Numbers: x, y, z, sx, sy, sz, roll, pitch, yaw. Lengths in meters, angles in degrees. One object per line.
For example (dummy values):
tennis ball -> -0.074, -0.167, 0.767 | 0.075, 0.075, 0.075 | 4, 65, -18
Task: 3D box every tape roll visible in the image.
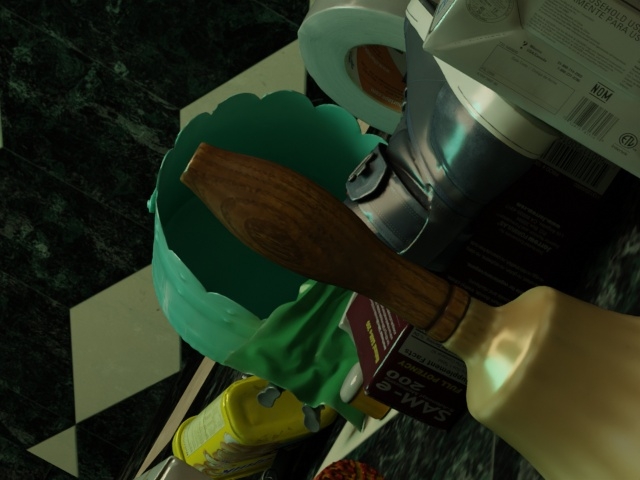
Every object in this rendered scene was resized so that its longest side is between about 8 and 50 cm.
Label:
tape roll -> 0.090, -0.182, 1.276 | 0.072, 0.219, 0.219 | -63, 7, -23

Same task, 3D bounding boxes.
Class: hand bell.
hand bell -> 0.047, 0.028, 0.569 | 0.126, 0.242, 0.126 | -58, 7, 12

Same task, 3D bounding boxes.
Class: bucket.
bucket -> -0.049, -0.002, 1.386 | 0.281, 0.281, 0.183 | -64, 2, -29

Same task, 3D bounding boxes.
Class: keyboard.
keyboard -> -0.058, 0.289, 1.219 | 0.100, 0.038, 0.192 | 88, -157, -55

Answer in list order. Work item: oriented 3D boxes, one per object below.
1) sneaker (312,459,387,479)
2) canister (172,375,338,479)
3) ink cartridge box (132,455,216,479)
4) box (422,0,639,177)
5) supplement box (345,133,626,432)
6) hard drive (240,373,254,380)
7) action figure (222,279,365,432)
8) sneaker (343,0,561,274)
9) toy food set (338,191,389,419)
sneaker -> 0.009, 0.210, 0.874 | 0.175, 0.064, 0.067 | -66, -2, -60
canister -> -0.066, 0.186, 1.310 | 0.170, 0.126, 0.073 | -46, 59, 58
ink cartridge box -> -0.090, 0.253, 1.019 | 0.093, 0.154, 0.212 | -61, 5, -20
box -> 0.180, -0.181, 0.813 | 0.087, 0.169, 0.290 | -55, 8, 41
supplement box -> 0.111, -0.002, 0.904 | 0.239, 0.073, 0.130 | -58, 16, 17
hard drive -> -0.062, 0.179, 1.572 | 0.172, 0.054, 0.254 | -64, 7, -32
action figure -> 0.024, 0.071, 1.220 | 0.232, 0.137, 0.063 | -54, -11, -38
sneaker -> 0.062, -0.064, 0.864 | 0.163, 0.086, 0.226 | -54, 20, 20
toy food set -> 0.052, 0.030, 1.129 | 0.111, 0.104, 0.232 | -51, 11, 54
